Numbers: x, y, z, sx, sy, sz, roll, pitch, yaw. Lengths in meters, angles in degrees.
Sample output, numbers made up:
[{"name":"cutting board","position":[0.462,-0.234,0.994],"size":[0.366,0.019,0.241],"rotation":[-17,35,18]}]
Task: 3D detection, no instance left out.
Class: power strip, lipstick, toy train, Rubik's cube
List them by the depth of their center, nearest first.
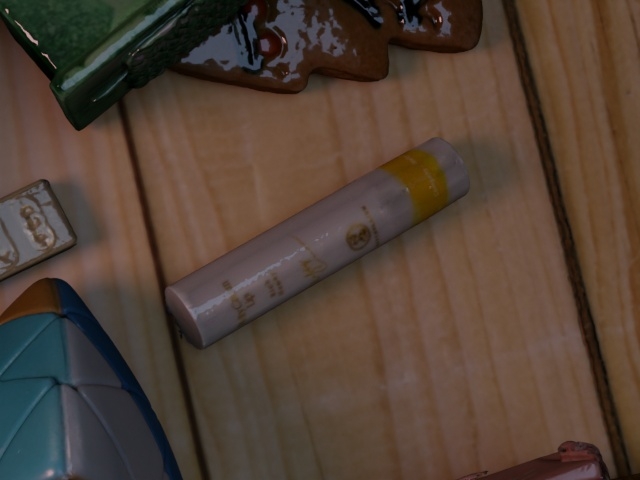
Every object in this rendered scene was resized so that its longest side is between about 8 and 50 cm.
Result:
[{"name":"Rubik's cube","position":[-0.188,0.124,0.919],"size":[0.255,0.254,0.254],"rotation":[3,82,-18]},{"name":"toy train","position":[-0.152,-0.233,0.999],"size":[0.266,0.145,0.202],"rotation":[-40,89,-7]},{"name":"power strip","position":[-0.248,0.004,1.011],"size":[0.123,0.032,0.056],"rotation":[-28,90,-19]},{"name":"lipstick","position":[0.000,0.000,1.081],"size":[0.264,0.059,0.059],"rotation":[-31,93,-20]}]

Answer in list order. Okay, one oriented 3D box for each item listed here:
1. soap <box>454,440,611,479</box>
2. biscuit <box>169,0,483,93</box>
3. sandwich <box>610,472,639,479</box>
[{"name":"soap","position":[0.113,0.272,1.012],"size":[0.273,0.098,0.217],"rotation":[-19,87,3]},{"name":"biscuit","position":[-0.006,-0.225,1.117],"size":[0.301,0.043,0.278],"rotation":[-43,97,-19]},{"name":"sandwich","position":[0.308,0.317,1.121],"size":[0.249,0.095,0.273],"rotation":[-13,86,-19]}]
